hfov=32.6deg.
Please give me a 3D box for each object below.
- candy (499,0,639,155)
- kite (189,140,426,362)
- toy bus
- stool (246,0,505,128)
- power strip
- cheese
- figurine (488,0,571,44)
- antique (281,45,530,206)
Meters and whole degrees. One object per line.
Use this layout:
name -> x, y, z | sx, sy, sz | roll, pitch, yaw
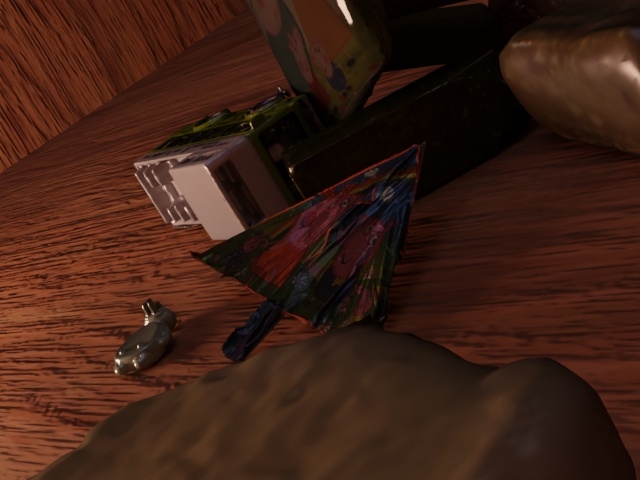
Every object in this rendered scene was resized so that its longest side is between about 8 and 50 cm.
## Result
candy -> 0.228, -0.129, 0.811 | 0.104, 0.102, 0.234 | -33, 15, -9
kite -> 0.000, 0.000, 0.853 | 0.234, 0.016, 0.321 | -48, 29, -10
toy bus -> -0.101, -0.073, 1.169 | 0.139, 0.113, 0.302 | -37, 16, -23
stool -> 0.044, -0.293, 1.023 | 0.226, 0.310, 0.310 | -26, -5, -12
power strip -> -0.151, 0.081, 0.934 | 0.055, 0.035, 0.083 | -20, 22, 26
cheese -> -0.030, 0.150, 0.430 | 0.326, 0.115, 0.318 | -24, 18, 11
figurine -> 0.233, -0.245, 1.114 | 0.157, 0.114, 0.126 | -104, 30, -64
antique -> 0.081, -0.091, 0.966 | 0.221, 0.081, 0.080 | -29, 18, 2
